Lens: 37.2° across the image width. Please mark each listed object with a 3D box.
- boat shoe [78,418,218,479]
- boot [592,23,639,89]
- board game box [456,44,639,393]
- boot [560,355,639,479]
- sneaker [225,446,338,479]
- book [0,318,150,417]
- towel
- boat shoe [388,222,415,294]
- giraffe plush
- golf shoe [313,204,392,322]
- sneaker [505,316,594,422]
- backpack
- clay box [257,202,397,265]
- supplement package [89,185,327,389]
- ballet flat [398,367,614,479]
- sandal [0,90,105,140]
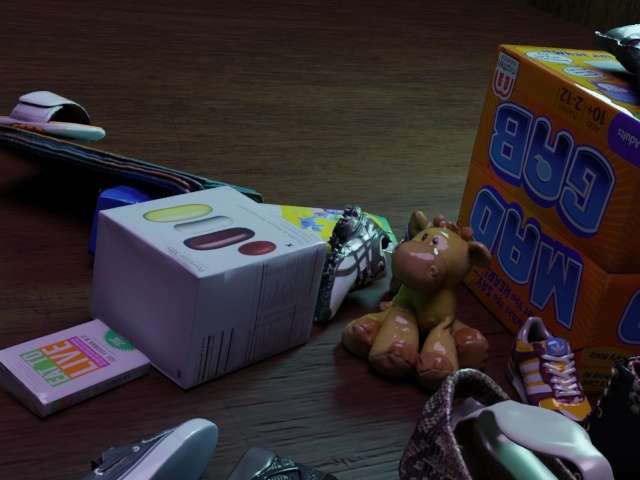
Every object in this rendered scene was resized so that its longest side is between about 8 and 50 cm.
[{"bbox_3d":[-0.183,0.223,0.862,0.076,0.080,0.228,23,35,22],"label":"boat shoe"},{"bbox_3d":[0.491,-0.226,1.194,0.263,0.091,0.229,9,25,3],"label":"boot"},{"bbox_3d":[0.442,-0.042,1.315,0.357,0.356,0.356,-1,27,-21],"label":"board game box"},{"bbox_3d":[0.279,0.186,0.978,0.236,0.178,0.085,29,31,34],"label":"boot"},{"bbox_3d":[-0.038,0.262,0.809,0.130,0.087,0.227,10,19,15],"label":"sneaker"},{"bbox_3d":[-0.275,0.141,1.052,0.096,0.035,0.144,30,30,29],"label":"book"},{"bbox_3d":[-0.296,-0.109,1.466,0.370,0.040,0.271,16,2,17],"label":"towel"},{"bbox_3d":[0.118,0.027,1.319,0.043,0.137,0.049,5,47,7],"label":"boat shoe"},{"bbox_3d":[0.140,0.062,1.201,0.182,0.170,0.210,17,26,16],"label":"giraffe plush"},{"bbox_3d":[0.048,0.040,1.298,0.094,0.077,0.198,29,51,-9],"label":"golf shoe"},{"bbox_3d":[0.278,0.165,1.137,0.070,0.083,0.185,1,26,-19],"label":"sneaker"},{"bbox_3d":[-0.263,-0.021,1.325,0.101,0.097,0.120,19,12,-2],"label":"backpack"},{"bbox_3d":[0.000,0.000,1.421,0.222,0.053,0.127,6,27,-12],"label":"clay box"},{"bbox_3d":[-0.138,0.046,1.158,0.194,0.149,0.203,29,30,35],"label":"supplement package"},{"bbox_3d":[0.216,0.266,0.782,0.164,0.182,0.483,-2,28,-26],"label":"ballet flat"},{"bbox_3d":[-0.483,-0.216,1.603,0.265,0.076,0.102,8,0,25],"label":"sandal"}]
